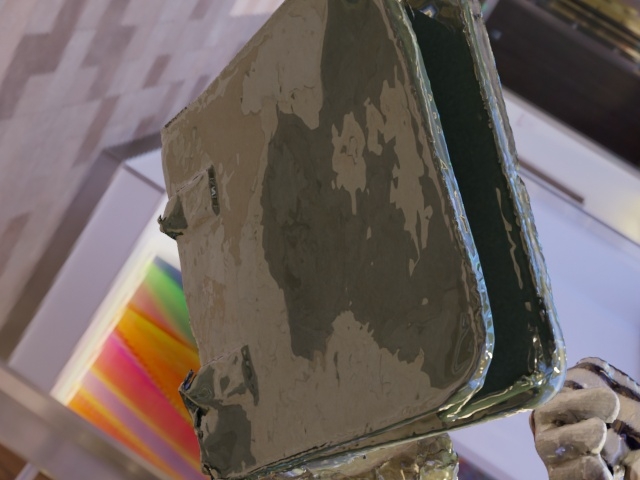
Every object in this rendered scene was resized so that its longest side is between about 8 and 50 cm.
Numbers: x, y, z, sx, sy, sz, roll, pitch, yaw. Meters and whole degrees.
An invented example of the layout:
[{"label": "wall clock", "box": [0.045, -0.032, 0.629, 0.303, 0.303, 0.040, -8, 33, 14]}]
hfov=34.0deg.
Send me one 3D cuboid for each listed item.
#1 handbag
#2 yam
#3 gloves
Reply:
[{"label": "handbag", "box": [-0.001, 0.000, 0.601, 0.079, 0.248, 0.260, 0, 160, -40]}, {"label": "yam", "box": [0.013, 0.274, 1.127, 0.254, 0.154, 0.154, -14, 152, -23]}, {"label": "gloves", "box": [0.267, 0.210, 1.040, 0.131, 0.140, 0.218, -21, -166, 40]}]
